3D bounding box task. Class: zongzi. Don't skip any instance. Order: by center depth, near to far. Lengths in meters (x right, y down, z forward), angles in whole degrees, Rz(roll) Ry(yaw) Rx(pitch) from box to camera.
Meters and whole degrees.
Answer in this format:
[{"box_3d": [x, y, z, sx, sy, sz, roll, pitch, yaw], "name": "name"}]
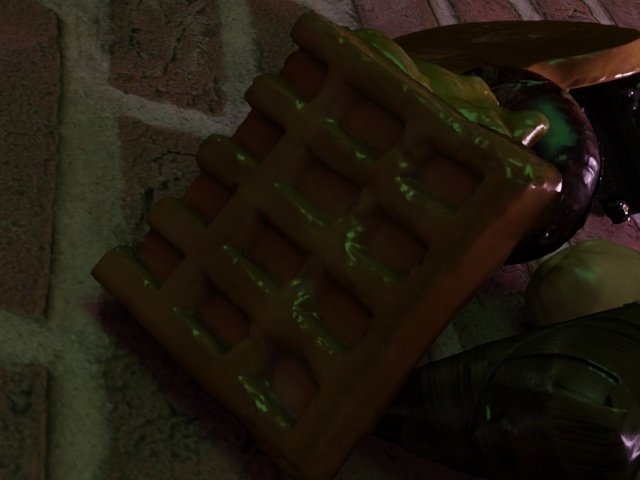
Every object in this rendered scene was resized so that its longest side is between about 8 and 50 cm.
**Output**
[{"box_3d": [0.186, 0.132, 1.396, 0.300, 0.138, 0.286, 4, 21, 33], "name": "zongzi"}]

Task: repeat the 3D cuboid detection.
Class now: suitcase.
[{"box_3d": [0.433, -0.160, 2.101, 0.202, 0.128, 0.312, 64, 25, -13], "name": "suitcase"}]

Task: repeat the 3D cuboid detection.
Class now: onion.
[{"box_3d": [0.207, -0.084, 1.756, 0.246, 0.246, 0.190, 45, 9, 33], "name": "onion"}]

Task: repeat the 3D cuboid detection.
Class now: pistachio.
[{"box_3d": [0.317, 0.076, 1.693, 0.200, 0.117, 0.145, 15, 66, -34], "name": "pistachio"}]

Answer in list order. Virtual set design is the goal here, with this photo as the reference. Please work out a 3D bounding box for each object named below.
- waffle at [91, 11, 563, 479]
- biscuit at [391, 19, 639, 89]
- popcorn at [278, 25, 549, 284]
[{"box_3d": [0.000, 0.001, 1.317, 0.304, 0.348, 0.077, 40, 4, 31], "name": "waffle"}, {"box_3d": [0.230, -0.235, 2.020, 0.365, 0.062, 0.385, -17, 19, -33], "name": "biscuit"}, {"box_3d": [0.080, -0.069, 1.520, 0.290, 0.325, 0.321, 6, 37, 6], "name": "popcorn"}]
